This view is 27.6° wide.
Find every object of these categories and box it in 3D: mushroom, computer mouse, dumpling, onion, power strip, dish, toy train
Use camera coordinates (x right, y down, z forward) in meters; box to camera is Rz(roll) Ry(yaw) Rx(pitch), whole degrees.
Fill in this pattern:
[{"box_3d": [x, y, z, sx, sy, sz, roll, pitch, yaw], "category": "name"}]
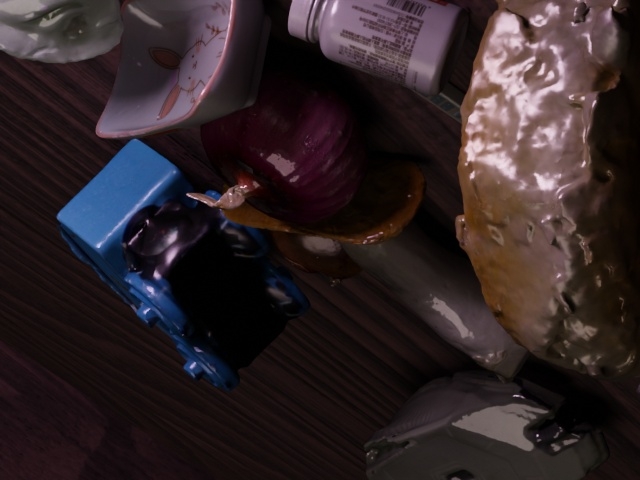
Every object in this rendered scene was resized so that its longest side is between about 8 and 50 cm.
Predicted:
[{"box_3d": [0.129, 0.047, 1.489, 0.351, 0.097, 0.109, 37, 170, -23], "category": "mushroom"}, {"box_3d": [0.228, 0.283, 1.859, 0.228, 0.145, 0.429, 40, 143, -14], "category": "computer mouse"}, {"box_3d": [-0.267, -0.261, 1.198, 0.153, 0.108, 0.219, -21, 111, 16], "category": "dumpling"}, {"box_3d": [-0.036, -0.093, 1.299, 0.177, 0.153, 0.177, 8, 144, 6], "category": "onion"}, {"box_3d": [0.117, -0.134, 1.214, 0.083, 0.017, 0.027, 33, 158, -13], "category": "power strip"}, {"box_3d": [-0.122, -0.169, 1.236, 0.077, 0.151, 0.212, 18, 165, -34], "category": "dish"}, {"box_3d": [-0.171, 0.036, 1.645, 0.265, 0.188, 0.300, 34, 166, 36], "category": "toy train"}, {"box_3d": [-0.001, 0.002, 1.558, 0.135, 0.080, 0.170, 24, 157, 31], "category": "mushroom"}]

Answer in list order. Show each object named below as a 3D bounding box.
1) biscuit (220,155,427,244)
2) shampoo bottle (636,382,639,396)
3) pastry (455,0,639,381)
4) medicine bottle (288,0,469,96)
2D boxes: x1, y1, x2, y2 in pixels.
[{"box_3d": [0.000, -0.050, 1.389, 0.247, 0.118, 0.029, 10, 148, 35], "category": "biscuit"}, {"box_3d": [0.484, 0.224, 1.557, 0.227, 0.056, 0.086, 34, 158, -19], "category": "shampoo bottle"}, {"box_3d": [0.205, -0.053, 0.930, 0.136, 0.329, 0.329, 8, 152, 36], "category": "pastry"}, {"box_3d": [0.048, -0.180, 1.102, 0.140, 0.079, 0.079, 21, 157, 12], "category": "medicine bottle"}]
